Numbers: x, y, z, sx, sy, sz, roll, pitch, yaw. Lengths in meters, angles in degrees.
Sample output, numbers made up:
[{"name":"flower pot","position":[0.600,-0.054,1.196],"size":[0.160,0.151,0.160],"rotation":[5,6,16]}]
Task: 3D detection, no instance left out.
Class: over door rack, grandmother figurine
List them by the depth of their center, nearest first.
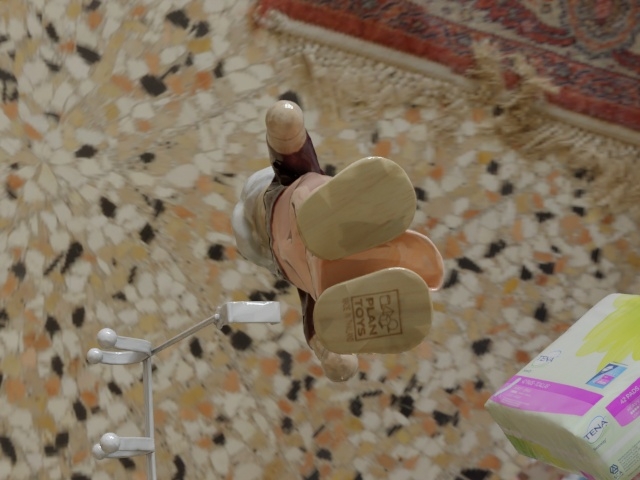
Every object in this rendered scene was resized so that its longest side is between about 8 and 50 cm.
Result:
[{"name":"grandmother figurine","position":[0.000,0.000,0.931],"size":[0.104,0.342,0.208],"rotation":[-3,100,-10]},{"name":"over door rack","position":[-0.157,0.201,1.305],"size":[0.108,0.324,0.240],"rotation":[3,76,-35]}]

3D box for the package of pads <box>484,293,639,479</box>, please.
[{"name":"package of pads","position":[0.336,0.160,1.459],"size":[0.229,0.296,0.101],"rotation":[-39,97,-10]}]
